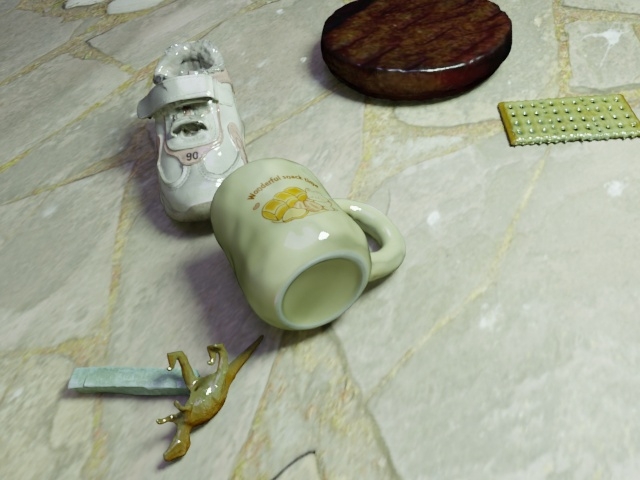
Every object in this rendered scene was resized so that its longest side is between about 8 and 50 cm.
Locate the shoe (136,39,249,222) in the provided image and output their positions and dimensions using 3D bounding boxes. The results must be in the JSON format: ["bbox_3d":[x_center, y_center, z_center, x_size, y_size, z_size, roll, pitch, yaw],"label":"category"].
[{"bbox_3d":[-0.219,-0.191,0.916,0.172,0.198,0.350,-15,46,-4],"label":"shoe"}]

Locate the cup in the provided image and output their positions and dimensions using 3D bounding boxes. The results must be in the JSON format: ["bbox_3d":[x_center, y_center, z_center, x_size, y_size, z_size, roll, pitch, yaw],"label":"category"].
[{"bbox_3d":[-0.013,0.015,0.754,0.173,0.255,0.202,-52,46,18],"label":"cup"}]

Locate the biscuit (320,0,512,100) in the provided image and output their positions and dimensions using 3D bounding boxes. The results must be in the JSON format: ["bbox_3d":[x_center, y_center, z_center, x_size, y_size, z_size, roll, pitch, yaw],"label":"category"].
[{"bbox_3d":[0.201,-0.429,1.157,0.408,0.091,0.407,-5,45,5],"label":"biscuit"}]

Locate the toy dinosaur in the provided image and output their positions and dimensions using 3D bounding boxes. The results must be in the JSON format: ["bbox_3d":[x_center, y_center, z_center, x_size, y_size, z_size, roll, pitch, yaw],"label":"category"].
[{"bbox_3d":[-0.128,0.190,0.666,0.162,0.126,0.039,-1,-9,-42],"label":"toy dinosaur"}]

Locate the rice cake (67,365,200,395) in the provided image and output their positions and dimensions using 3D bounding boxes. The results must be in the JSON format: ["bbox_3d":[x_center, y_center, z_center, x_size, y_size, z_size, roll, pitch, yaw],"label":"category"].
[{"bbox_3d":[-0.240,0.181,0.688,0.171,0.029,0.033,0,52,7],"label":"rice cake"}]

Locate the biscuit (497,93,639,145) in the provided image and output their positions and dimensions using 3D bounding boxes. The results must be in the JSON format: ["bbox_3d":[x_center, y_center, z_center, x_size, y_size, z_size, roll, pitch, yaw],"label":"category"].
[{"bbox_3d":[0.454,-0.223,0.978,0.232,0.016,0.139,-2,46,5],"label":"biscuit"}]
